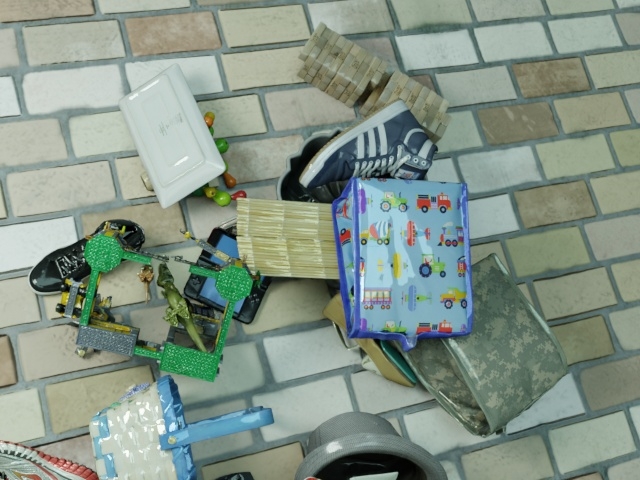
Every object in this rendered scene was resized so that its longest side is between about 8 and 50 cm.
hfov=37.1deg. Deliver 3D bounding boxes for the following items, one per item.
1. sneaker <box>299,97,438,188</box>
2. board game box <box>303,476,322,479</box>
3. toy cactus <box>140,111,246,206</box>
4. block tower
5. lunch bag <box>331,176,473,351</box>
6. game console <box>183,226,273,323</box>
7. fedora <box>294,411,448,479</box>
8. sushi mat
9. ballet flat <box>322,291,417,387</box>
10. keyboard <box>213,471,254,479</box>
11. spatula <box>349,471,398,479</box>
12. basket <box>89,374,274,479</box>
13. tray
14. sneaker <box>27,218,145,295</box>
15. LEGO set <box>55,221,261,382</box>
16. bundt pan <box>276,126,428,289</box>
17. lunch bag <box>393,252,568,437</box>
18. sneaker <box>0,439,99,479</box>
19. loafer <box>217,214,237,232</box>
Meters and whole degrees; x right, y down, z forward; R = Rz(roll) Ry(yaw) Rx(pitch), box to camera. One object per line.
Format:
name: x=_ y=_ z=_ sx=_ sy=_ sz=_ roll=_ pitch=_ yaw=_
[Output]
sneaker: x=0.102 y=-0.143 z=1.784 sx=0.282 sy=0.099 sz=0.153 roll=-37 pitch=83 yaw=-28
board game box: x=0.041 y=0.485 z=1.617 sx=0.259 sy=0.124 sz=0.039 roll=31 pitch=20 yaw=-28
toy cactus: x=-0.252 y=-0.145 z=1.818 sx=0.180 sy=0.112 sz=0.219 roll=-27 pitch=89 yaw=-14
block tower: x=0.110 y=-0.316 z=1.989 sx=0.335 sy=0.097 sz=0.091 roll=32 pitch=65 yaw=-6
lunch bag: x=0.151 y=0.049 z=1.684 sx=0.220 sy=0.138 sz=0.293 roll=2 pitch=69 yaw=-16
game console: x=-0.163 y=0.067 z=1.767 sx=0.144 sy=0.085 sz=0.124 roll=26 pitch=65 yaw=-7
fedora: x=0.080 y=0.394 z=1.681 sx=0.275 sy=0.244 sz=0.124 roll=23 pitch=32 yaw=-25
sushi mat: x=0.000 y=0.000 z=1.743 sx=0.316 sy=0.019 sz=0.151 roll=3 pitch=69 yaw=-17
ballet flat: x=0.090 y=0.199 z=1.810 sx=0.073 sy=0.080 sz=0.232 roll=-37 pitch=94 yaw=13
keyboard: x=-0.140 y=0.569 z=1.623 sx=0.201 sy=0.033 sz=0.317 roll=-24 pitch=79 yaw=-23
spatula: x=0.009 y=0.467 z=1.622 sx=0.242 sy=0.168 sz=0.019 roll=-5 pitch=40 yaw=-14
basket: x=-0.224 y=0.318 z=1.565 sx=0.288 sy=0.255 sz=0.201 roll=-8 pitch=81 yaw=-10
tray: x=-0.287 y=-0.203 z=1.783 sx=0.145 sy=0.030 sz=0.270 roll=-31 pitch=64 yaw=9
sneaker: x=-0.415 y=0.018 z=1.685 sx=0.216 sy=0.121 sz=0.079 roll=-26 pitch=79 yaw=-24
LEGO set: x=-0.273 y=0.098 z=1.648 sx=0.331 sy=0.192 sz=0.255 roll=6 pitch=99 yaw=-6
bundt pan: x=0.058 y=-0.048 z=1.858 sx=0.330 sy=0.124 sz=0.331 roll=6 pitch=70 yaw=-16
lunch bag: x=0.306 y=0.208 z=1.811 sx=0.235 sy=0.169 sz=0.287 roll=-29 pitch=78 yaw=-31
sneaker: x=-0.479 y=0.386 z=1.551 sx=0.225 sy=0.088 sz=0.093 roll=22 pitch=67 yaw=-9
loafer: x=-0.136 y=-0.035 z=1.837 sx=0.125 sy=0.045 sz=0.039 roll=-22 pitch=85 yaw=-26
